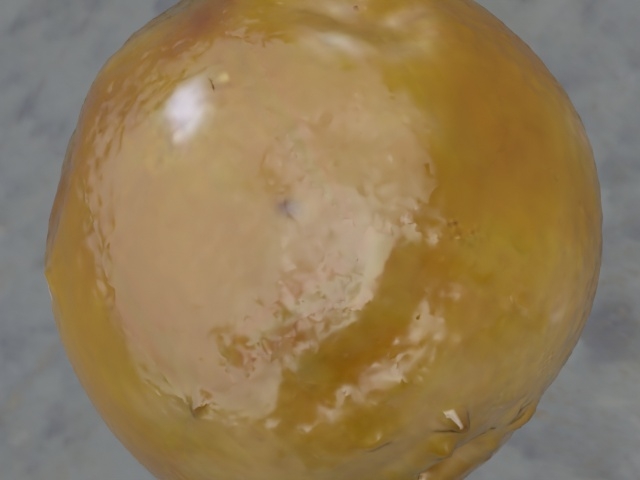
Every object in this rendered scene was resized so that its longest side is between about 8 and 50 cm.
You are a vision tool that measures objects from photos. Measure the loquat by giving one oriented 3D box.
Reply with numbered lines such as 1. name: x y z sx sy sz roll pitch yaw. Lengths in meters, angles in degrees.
1. loquat: 0.000 0.000 1.089 0.328 0.328 0.328 -8 74 28
